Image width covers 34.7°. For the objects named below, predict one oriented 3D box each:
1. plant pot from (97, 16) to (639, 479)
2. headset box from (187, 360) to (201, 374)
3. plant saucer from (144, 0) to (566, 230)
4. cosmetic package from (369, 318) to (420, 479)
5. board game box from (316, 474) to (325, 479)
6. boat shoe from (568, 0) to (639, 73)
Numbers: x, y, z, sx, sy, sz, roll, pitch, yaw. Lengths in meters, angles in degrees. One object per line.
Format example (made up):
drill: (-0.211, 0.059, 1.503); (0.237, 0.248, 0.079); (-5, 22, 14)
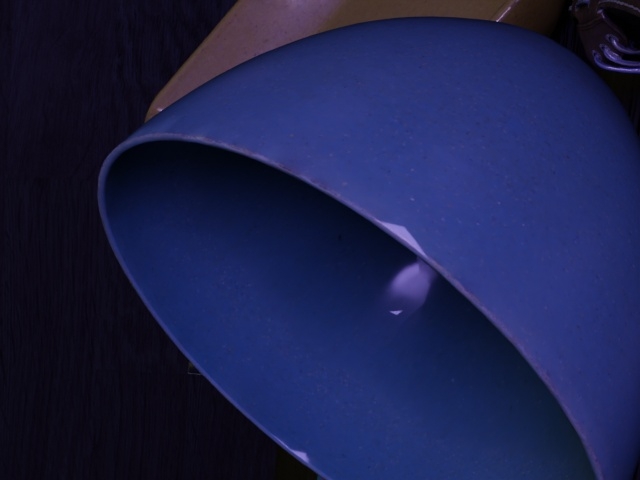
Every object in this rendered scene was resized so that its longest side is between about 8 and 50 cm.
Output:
plant pot: (0.059, -0.002, 0.533); (0.195, 0.290, 0.290); (-50, -12, -27)
headset box: (0.000, 0.000, 1.013); (0.246, 0.131, 0.283); (20, -109, -59)
plant saucer: (0.020, -0.129, 0.783); (0.333, 0.081, 0.333); (-47, 33, 12)
cosmetic package: (0.085, 0.120, 0.685); (0.107, 0.127, 0.238); (112, 163, -69)
board game box: (0.058, 0.216, 0.840); (0.210, 0.047, 0.160); (-12, 64, 64)
boat shoe: (0.159, -0.116, 0.495); (0.183, 0.066, 0.066); (-74, -13, -69)
